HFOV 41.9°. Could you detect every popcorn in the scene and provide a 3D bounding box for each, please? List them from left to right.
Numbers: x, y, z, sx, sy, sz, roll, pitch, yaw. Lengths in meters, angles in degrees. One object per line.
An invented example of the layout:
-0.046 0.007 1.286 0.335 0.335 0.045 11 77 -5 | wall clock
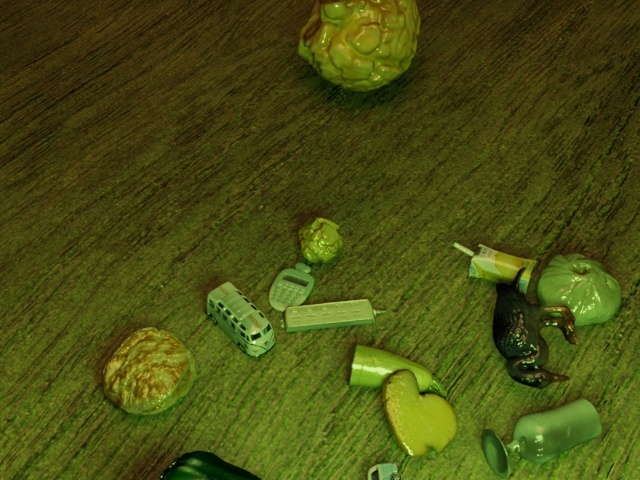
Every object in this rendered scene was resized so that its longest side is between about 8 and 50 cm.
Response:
0.000 0.000 2.088 0.106 0.116 0.120 8 10 -29 | popcorn
0.123 -0.624 2.559 0.390 0.344 0.354 -10 84 -40 | popcorn

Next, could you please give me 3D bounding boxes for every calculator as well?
-0.069 0.113 2.026 0.095 0.021 0.153 17 48 17 | calculator

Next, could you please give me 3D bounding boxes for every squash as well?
0.168 0.297 1.811 0.224 0.094 0.094 16 47 5 | squash

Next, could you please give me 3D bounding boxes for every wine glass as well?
0.449 0.395 1.688 0.231 0.103 0.103 -14 47 -19 | wine glass

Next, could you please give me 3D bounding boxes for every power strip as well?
0.031 0.176 1.958 0.252 0.027 0.060 -6 46 -5 | power strip

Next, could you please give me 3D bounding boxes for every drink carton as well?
0.416 0.060 2.036 0.200 0.074 0.084 18 48 19 | drink carton

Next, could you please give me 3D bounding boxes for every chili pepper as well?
-0.185 0.513 1.497 0.256 0.248 0.233 18 75 11 | chili pepper

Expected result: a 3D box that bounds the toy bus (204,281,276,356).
-0.183 0.178 1.916 0.087 0.089 0.194 -31 54 -26 | toy bus

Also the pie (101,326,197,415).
-0.369 0.287 1.813 0.178 0.084 0.205 19 50 20 | pie

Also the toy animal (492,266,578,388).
0.468 0.195 1.865 0.185 0.122 0.298 -19 54 -2 | toy animal

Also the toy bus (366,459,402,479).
0.125 0.495 1.621 0.074 0.060 0.123 -5 48 1 | toy bus

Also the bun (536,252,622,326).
0.610 0.109 1.959 0.195 0.118 0.195 2 45 -2 | bun

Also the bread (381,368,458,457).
0.201 0.361 1.745 0.149 0.065 0.188 -12 63 -19 | bread
